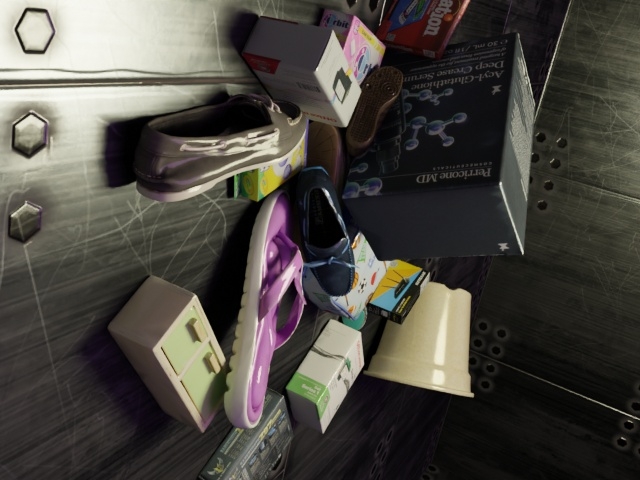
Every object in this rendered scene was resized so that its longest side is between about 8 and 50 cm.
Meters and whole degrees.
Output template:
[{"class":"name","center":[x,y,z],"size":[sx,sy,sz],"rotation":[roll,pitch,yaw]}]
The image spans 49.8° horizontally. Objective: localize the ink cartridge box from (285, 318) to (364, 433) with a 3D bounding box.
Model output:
[{"class":"ink cartridge box","center":[0.016,0.327,1.673],"size":[0.219,0.092,0.160],"rotation":[-54,153,-31]}]

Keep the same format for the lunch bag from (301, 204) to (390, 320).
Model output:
[{"class":"lunch bag","center":[0.070,0.012,1.514],"size":[0.303,0.115,0.243],"rotation":[-65,151,-13]}]

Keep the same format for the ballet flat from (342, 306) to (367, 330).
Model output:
[{"class":"ballet flat","center":[0.089,0.151,1.734],"size":[0.070,0.070,0.188],"rotation":[-50,153,-39]}]

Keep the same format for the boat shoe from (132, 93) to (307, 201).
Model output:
[{"class":"boat shoe","center":[-0.120,-0.155,0.960],"size":[0.335,0.112,0.096],"rotation":[-37,145,-46]}]

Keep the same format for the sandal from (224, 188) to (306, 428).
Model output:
[{"class":"sandal","center":[-0.072,0.116,1.190],"size":[0.169,0.102,0.416],"rotation":[61,36,-71]}]

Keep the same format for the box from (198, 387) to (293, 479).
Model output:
[{"class":"box","center":[-0.149,0.452,1.454],"size":[0.233,0.059,0.183],"rotation":[-53,152,-33]}]

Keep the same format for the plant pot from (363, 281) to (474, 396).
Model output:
[{"class":"plant pot","center":[0.320,0.288,2.084],"size":[0.334,0.333,0.306],"rotation":[34,66,-66]}]

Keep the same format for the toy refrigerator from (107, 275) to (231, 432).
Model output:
[{"class":"toy refrigerator","center":[-0.214,0.182,1.051],"size":[0.102,0.094,0.269],"rotation":[-55,152,-30]}]

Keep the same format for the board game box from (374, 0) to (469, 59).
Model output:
[{"class":"board game box","center":[0.232,-0.501,1.407],"size":[0.281,0.145,0.027],"rotation":[-63,156,-15]}]

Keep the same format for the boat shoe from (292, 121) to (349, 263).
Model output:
[{"class":"boat shoe","center":[0.009,-0.090,1.313],"size":[0.092,0.102,0.285],"rotation":[-24,125,-53]}]

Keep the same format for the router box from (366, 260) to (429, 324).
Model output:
[{"class":"router box","center":[0.199,0.133,1.864],"size":[0.179,0.133,0.046],"rotation":[-51,151,-38]}]

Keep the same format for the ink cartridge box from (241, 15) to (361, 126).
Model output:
[{"class":"ink cartridge box","center":[-0.024,-0.258,1.066],"size":[0.072,0.127,0.175],"rotation":[-68,158,-11]}]

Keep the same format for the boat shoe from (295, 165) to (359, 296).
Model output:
[{"class":"boat shoe","center":[0.000,0.000,1.229],"size":[0.089,0.109,0.258],"rotation":[-98,168,-63]}]

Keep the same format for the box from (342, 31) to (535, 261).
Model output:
[{"class":"box","center":[0.246,-0.180,1.350],"size":[0.212,0.293,0.396],"rotation":[56,39,-45]}]

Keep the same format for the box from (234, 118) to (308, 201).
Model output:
[{"class":"box","center":[-0.083,-0.140,1.143],"size":[0.179,0.043,0.105],"rotation":[-40,143,-46]}]

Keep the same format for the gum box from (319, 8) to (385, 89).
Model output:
[{"class":"gum box","center":[0.052,-0.331,1.254],"size":[0.188,0.062,0.107],"rotation":[8,102,-67]}]

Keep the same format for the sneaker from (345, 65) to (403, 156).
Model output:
[{"class":"sneaker","center":[0.092,-0.240,1.279],"size":[0.188,0.066,0.071],"rotation":[-60,176,-21]}]
